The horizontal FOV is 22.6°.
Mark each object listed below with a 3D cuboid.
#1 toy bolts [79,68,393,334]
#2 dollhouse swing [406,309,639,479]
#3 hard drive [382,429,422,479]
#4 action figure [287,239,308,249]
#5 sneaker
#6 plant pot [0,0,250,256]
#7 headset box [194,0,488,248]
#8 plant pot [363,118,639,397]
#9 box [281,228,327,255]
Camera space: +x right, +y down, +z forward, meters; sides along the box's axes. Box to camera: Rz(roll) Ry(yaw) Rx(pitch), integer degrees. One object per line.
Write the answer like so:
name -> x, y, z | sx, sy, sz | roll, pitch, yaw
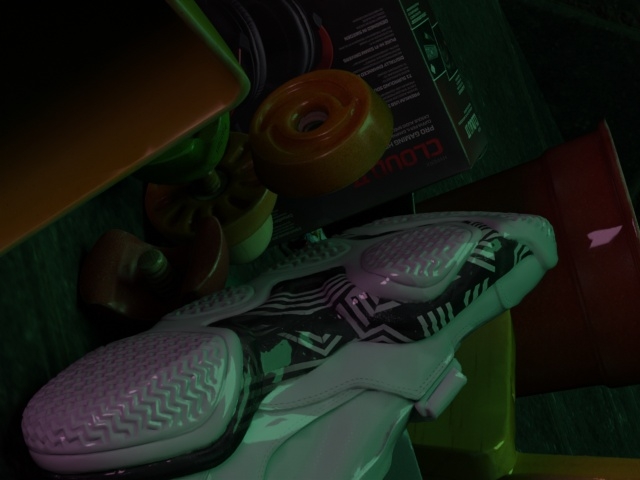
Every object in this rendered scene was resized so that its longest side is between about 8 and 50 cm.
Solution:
toy bolts -> -0.044, 0.006, 1.116 | 0.158, 0.218, 0.228 | 61, 36, -44
dollhouse swing -> 0.211, 0.235, 1.278 | 0.315, 0.305, 0.346 | -76, 155, -62
hard drive -> 0.023, 0.200, 1.137 | 0.172, 0.054, 0.254 | 0, -73, 63
action figure -> -0.005, 0.053, 1.433 | 0.038, 0.030, 0.115 | -80, 150, -50
sneaker -> 0.010, 0.121, 0.987 | 0.137, 0.366, 0.210 | 8, -62, 58
plant pot -> -0.195, -0.134, 0.799 | 0.212, 0.212, 0.187 | 46, 15, -51
headset box -> -0.008, -0.135, 1.318 | 0.293, 0.218, 0.110 | 67, 18, -9
plant pot -> 0.190, 0.046, 1.591 | 0.272, 0.265, 0.272 | -15, 90, -80
box -> 0.000, 0.000, 1.509 | 0.137, 0.027, 0.094 | 49, 25, -49
